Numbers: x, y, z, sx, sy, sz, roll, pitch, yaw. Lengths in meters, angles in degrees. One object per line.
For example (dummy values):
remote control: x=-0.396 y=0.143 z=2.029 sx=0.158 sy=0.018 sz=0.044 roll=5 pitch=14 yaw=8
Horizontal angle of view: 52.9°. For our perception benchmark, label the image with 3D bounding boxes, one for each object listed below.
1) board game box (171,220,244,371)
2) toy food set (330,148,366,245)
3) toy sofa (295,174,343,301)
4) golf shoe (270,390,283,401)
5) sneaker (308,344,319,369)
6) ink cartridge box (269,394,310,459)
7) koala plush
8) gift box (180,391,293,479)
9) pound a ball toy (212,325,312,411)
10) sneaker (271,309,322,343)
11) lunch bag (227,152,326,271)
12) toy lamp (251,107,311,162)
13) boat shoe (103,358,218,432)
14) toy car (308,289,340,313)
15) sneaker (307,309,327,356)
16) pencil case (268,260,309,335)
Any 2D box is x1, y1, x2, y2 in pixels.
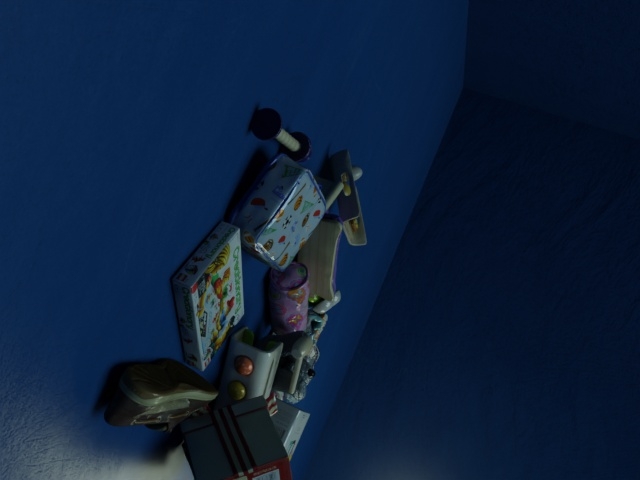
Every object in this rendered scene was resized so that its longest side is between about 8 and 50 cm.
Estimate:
board game box: x=-0.244 y=0.130 z=1.441 sx=0.305 sy=0.053 sz=0.193 roll=94 pitch=22 yaw=-46
toy food set: x=0.105 y=-0.127 z=2.030 sx=0.306 sy=0.092 sz=0.220 roll=60 pitch=19 yaw=-71
toy sofa: x=0.000 y=0.000 z=1.882 sx=0.150 sy=0.177 sz=0.363 roll=-55 pitch=159 yaw=-40
golf shoe: x=-0.159 y=0.576 z=2.291 sx=0.086 sy=0.067 sz=0.186 roll=-53 pitch=158 yaw=-49
sneaker: x=-0.062 y=0.471 z=2.469 sx=0.098 sy=0.083 sz=0.224 roll=-50 pitch=157 yaw=-39
ink cartridge box: x=-0.187 y=0.623 z=2.009 sx=0.270 sy=0.198 sz=0.197 roll=-65 pitch=165 yaw=-13
koala plush: x=-0.098 y=0.388 z=1.946 sx=0.221 sy=0.203 sz=0.196 roll=46 pitch=46 yaw=-58
gift box: x=-0.199 y=0.539 z=1.599 sx=0.258 sy=0.255 sz=0.276 roll=-131 pitch=-145 yaw=-56
pound a ball toy: x=-0.168 y=0.384 z=1.746 sx=0.135 sy=0.208 sz=0.319 roll=-33 pitch=141 yaw=-66
sneaker: x=-0.081 y=0.311 z=2.110 sx=0.283 sy=0.122 sz=0.110 roll=-49 pitch=155 yaw=-51
lunch bag: x=-0.092 y=-0.066 z=1.543 sx=0.243 sy=0.115 sz=0.303 roll=-57 pitch=163 yaw=-9
toy lamp: x=-0.079 y=-0.233 z=1.491 sx=0.080 sy=0.080 sz=0.274 roll=-70 pitch=164 yaw=2
boat shoe: x=-0.327 y=0.330 z=1.328 sx=0.123 sy=0.123 sz=0.342 roll=-55 pitch=164 yaw=0
toy car: x=-0.032 y=0.169 z=2.108 sx=0.136 sy=0.159 sz=0.182 roll=-35 pitch=177 yaw=21
sneaker: x=-0.054 y=0.350 z=2.344 sx=0.215 sy=0.083 sz=0.084 roll=-62 pitch=164 yaw=-7
pencil case: x=-0.093 y=0.180 z=1.914 sx=0.284 sy=0.124 sz=0.124 roll=92 pitch=24 yaw=-51
